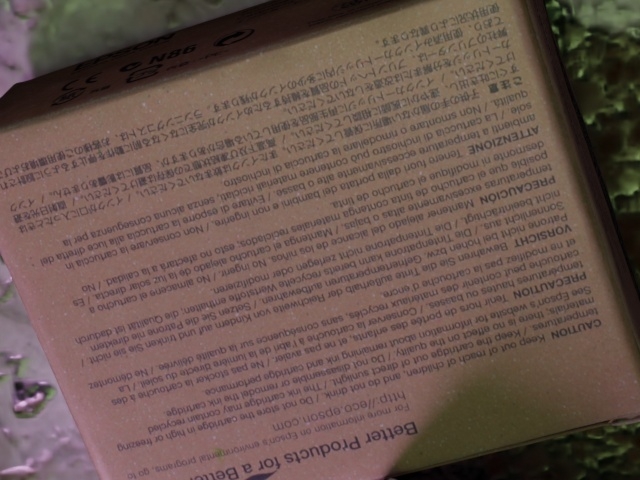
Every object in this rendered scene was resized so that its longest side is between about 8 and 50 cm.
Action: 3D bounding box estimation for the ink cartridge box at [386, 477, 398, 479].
[{"bbox_3d":[0.078,0.204,0.804,0.206,0.045,0.208,29,144,-4],"label":"ink cartridge box"}]

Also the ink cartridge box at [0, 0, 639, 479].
[{"bbox_3d":[0.000,0.000,0.747,0.234,0.088,0.193,-16,110,13],"label":"ink cartridge box"}]
